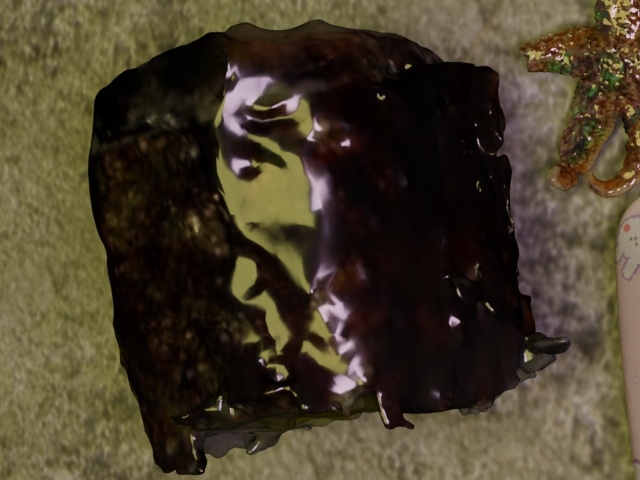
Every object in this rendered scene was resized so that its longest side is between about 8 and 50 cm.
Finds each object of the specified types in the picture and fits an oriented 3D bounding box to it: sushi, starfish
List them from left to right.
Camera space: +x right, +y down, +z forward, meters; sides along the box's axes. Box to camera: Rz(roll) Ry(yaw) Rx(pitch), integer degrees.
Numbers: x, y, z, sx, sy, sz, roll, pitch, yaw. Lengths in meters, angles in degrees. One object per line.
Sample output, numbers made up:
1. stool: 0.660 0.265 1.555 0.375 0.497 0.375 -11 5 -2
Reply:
1. sushi: 0.000 0.002 1.228 0.281 0.299 0.294 -23 77 59
2. starfish: 0.222 -0.135 1.228 0.150 0.053 0.209 2 90 19

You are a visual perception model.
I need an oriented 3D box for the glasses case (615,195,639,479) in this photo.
1. glasses case: 0.276 0.105 1.183 0.113 0.075 0.297 -6 89 34
